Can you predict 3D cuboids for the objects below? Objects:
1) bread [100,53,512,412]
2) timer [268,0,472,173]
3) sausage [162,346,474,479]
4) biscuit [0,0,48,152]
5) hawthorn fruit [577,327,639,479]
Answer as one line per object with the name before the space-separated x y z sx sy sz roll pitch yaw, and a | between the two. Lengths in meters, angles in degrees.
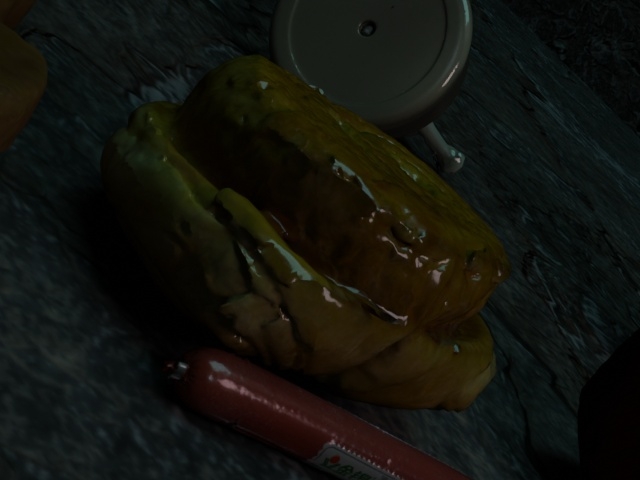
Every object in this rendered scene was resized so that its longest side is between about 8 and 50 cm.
bread | -0.001 -0.002 0.655 0.236 0.120 0.198 26 16 -45
timer | 0.070 -0.151 1.151 0.175 0.175 0.266 49 3 18
sausage | 0.025 0.108 0.604 0.253 0.034 0.034 31 21 -30
biscuit | -0.266 -0.151 0.548 0.351 0.057 0.312 21 28 -45
hawthorn fruit | 0.253 0.155 0.751 0.189 0.189 0.251 38 26 -15
